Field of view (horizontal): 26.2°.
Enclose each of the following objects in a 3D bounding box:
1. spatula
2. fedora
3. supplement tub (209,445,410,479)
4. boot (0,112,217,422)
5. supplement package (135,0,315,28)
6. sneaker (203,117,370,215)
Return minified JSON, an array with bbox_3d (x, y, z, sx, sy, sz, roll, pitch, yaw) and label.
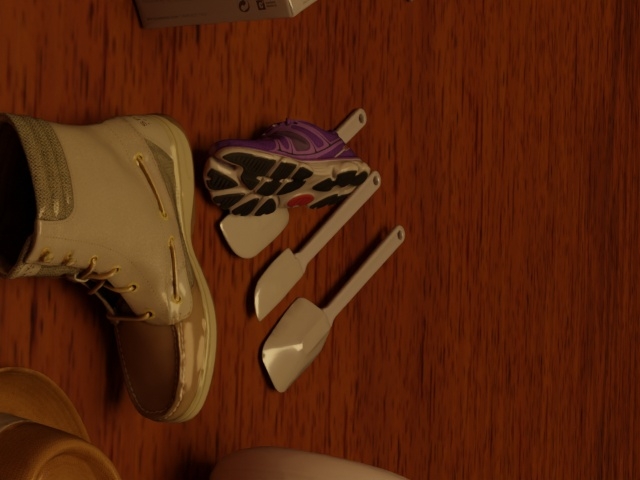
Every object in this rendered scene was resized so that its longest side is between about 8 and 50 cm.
[{"bbox_3d":[0.000,0.000,1.177,0.242,0.019,0.168,-47,123,-48],"label":"spatula"},{"bbox_3d":[-0.173,0.175,0.843,0.194,0.079,0.194,-4,95,-58],"label":"fedora"},{"bbox_3d":[-0.018,0.302,0.986,0.191,0.191,0.272,43,55,-50],"label":"supplement tub"},{"bbox_3d":[-0.146,0.022,0.887,0.165,0.077,0.213,-6,90,-58],"label":"boot"},{"bbox_3d":[-0.069,-0.287,0.947,0.139,0.134,0.244,-43,126,-49],"label":"supplement package"},{"bbox_3d":[-0.036,-0.063,1.087,0.170,0.068,0.071,-1,54,-53],"label":"sneaker"}]
